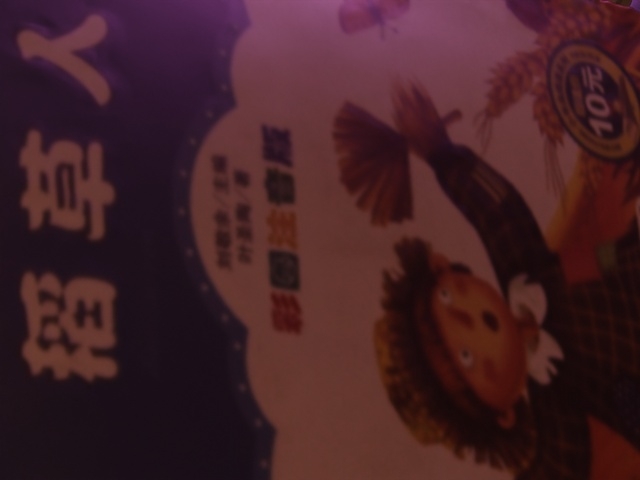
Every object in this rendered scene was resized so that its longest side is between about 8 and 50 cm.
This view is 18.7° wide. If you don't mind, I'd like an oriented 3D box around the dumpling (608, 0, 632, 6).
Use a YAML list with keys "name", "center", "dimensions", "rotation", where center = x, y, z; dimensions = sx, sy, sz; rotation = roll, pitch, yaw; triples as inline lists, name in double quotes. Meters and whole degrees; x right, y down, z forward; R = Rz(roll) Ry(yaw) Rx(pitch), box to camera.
- name: "dumpling"
  center: [0.109, -0.184, 1.017]
  dimensions: [0.149, 0.105, 0.217]
  rotation: [24, 82, -16]

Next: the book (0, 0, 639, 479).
- name: "book"
  center: [0.000, 0.000, 0.811]
  dimensions: [0.428, 0.039, 0.300]
  rotation: [9, 67, -35]
